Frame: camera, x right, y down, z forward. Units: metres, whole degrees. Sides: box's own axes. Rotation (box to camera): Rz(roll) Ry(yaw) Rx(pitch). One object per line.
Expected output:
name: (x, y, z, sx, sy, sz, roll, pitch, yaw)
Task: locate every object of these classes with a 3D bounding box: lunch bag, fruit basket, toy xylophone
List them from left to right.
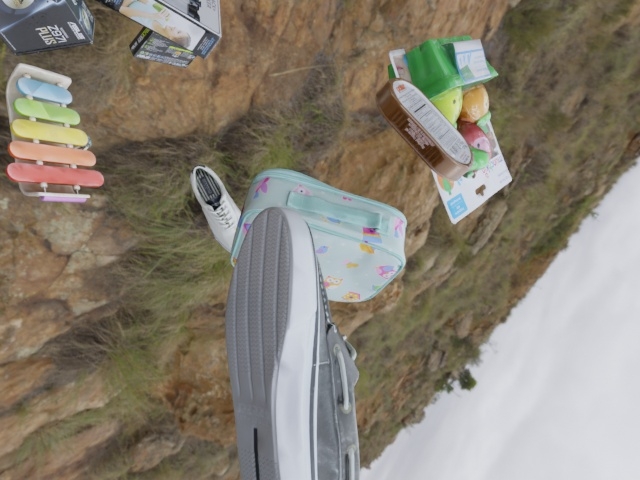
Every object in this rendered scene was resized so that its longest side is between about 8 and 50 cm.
toy xylophone: (-0.644, -0.230, 0.924, 0.081, 0.323, 0.236, -15, -177, 30)
lunch bag: (0.000, 0.000, 0.690, 0.224, 0.278, 0.108, 119, -17, -53)
fruit basket: (0.304, -0.252, 0.879, 0.326, 0.354, 0.165, -28, -178, -41)

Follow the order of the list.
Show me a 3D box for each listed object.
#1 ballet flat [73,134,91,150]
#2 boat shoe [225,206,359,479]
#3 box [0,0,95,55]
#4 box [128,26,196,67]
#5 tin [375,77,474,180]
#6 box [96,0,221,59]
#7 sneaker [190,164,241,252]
ballet flat: (-0.658, -0.242, 1.089, 0.114, 0.041, 0.041, -18, 165, 9)
boat shoe: (-0.023, 0.135, 0.434, 0.119, 0.121, 0.336, 3, 84, -41)
box: (-0.510, -0.428, 0.708, 0.147, 0.078, 0.180, -10, 153, -3)
box: (-0.423, -0.586, 1.194, 0.184, 0.045, 0.190, -29, 174, 35)
tin: (0.166, -0.176, 0.642, 0.040, 0.190, 0.106, -43, -179, 39)
box: (-0.385, -0.585, 0.979, 0.289, 0.169, 0.087, 17, 144, -41)
sneaker: (-0.250, -0.069, 1.017, 0.094, 0.258, 0.091, -34, -177, -4)
